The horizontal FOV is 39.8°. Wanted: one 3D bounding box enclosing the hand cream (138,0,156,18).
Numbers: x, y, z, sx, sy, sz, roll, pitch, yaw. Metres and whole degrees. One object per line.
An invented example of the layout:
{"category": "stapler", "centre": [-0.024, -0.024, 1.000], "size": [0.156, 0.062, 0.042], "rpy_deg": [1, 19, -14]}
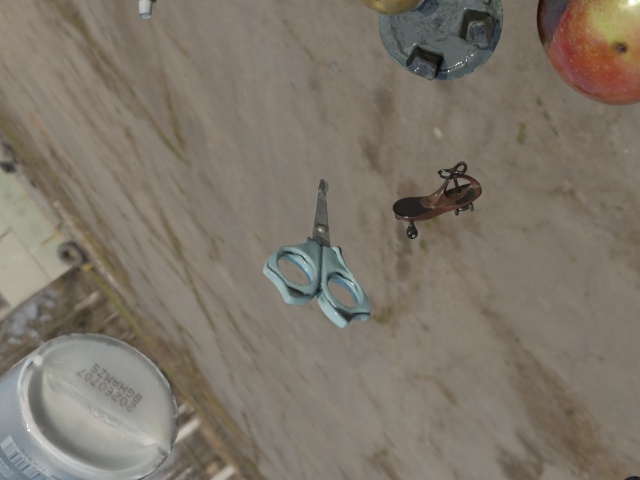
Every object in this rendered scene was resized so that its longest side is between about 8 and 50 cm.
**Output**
{"category": "hand cream", "centre": [-0.310, -0.506, 1.604], "size": [0.052, 0.038, 0.216], "rpy_deg": [28, -118, -70]}

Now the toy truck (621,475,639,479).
{"category": "toy truck", "centre": [0.424, 0.474, 1.302], "size": [0.127, 0.257, 0.127], "rpy_deg": [51, 143, -11]}

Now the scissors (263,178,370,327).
{"category": "scissors", "centre": [0.001, -0.001, 1.482], "size": [0.191, 0.029, 0.360], "rpy_deg": [26, -143, -17]}

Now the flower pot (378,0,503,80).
{"category": "flower pot", "centre": [0.273, -0.524, 1.994], "size": [0.299, 0.299, 0.283], "rpy_deg": [58, -158, -19]}

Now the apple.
{"category": "apple", "centre": [0.555, -0.411, 1.555], "size": [0.277, 0.348, 0.348], "rpy_deg": [41, 172, -27]}

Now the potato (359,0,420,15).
{"category": "potato", "centre": [0.091, -0.356, 1.029], "size": [0.137, 0.176, 0.137], "rpy_deg": [28, -159, -12]}

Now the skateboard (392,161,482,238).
{"category": "skateboard", "centre": [0.189, -0.072, 1.440], "size": [0.067, 0.151, 0.080], "rpy_deg": [-117, 5, -52]}

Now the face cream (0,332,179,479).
{"category": "face cream", "centre": [-0.175, 0.129, 0.557], "size": [0.107, 0.073, 0.269], "rpy_deg": [42, 145, -8]}
